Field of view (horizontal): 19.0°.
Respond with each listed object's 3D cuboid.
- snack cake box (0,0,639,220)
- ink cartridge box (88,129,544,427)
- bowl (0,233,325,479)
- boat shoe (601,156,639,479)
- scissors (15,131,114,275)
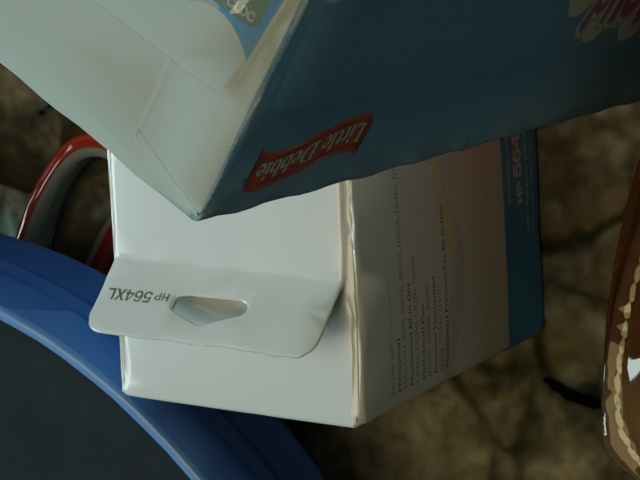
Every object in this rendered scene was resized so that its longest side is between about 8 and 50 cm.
[{"bbox_3d":[0.005,-0.101,0.524,0.152,0.264,0.089,37,117,20],"label":"snack cake box"},{"bbox_3d":[0.000,0.000,0.621,0.092,0.143,0.090,4,102,31],"label":"ink cartridge box"},{"bbox_3d":[-0.141,0.174,0.757,0.391,0.077,0.391,10,114,24],"label":"bowl"},{"bbox_3d":[0.154,-0.062,0.526,0.122,0.120,0.324,31,115,23],"label":"boat shoe"},{"bbox_3d":[-0.112,0.095,0.790,0.109,0.021,0.297,35,118,19],"label":"scissors"}]
